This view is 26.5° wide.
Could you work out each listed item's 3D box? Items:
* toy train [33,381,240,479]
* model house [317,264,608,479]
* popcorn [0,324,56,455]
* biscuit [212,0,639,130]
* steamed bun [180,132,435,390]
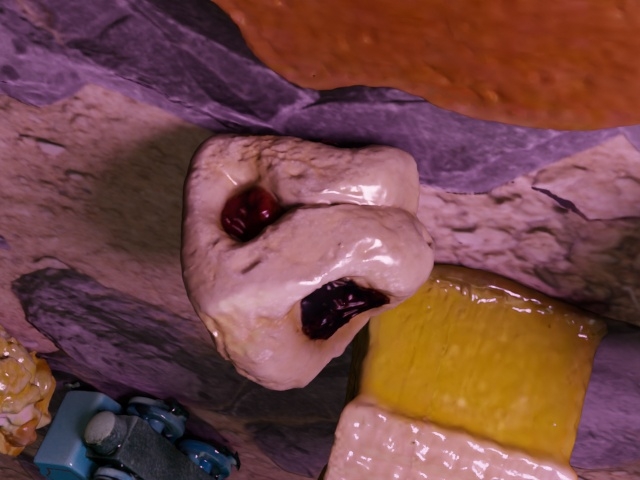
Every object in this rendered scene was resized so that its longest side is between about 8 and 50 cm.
[{"bbox_3d":[-0.195,0.239,1.428,0.163,0.112,0.203,-2,142,39],"label":"toy train"},{"bbox_3d":[0.098,0.158,1.034,0.193,0.234,0.175,16,149,-1],"label":"model house"},{"bbox_3d":[-0.339,0.141,1.348,0.135,0.162,0.141,43,139,41],"label":"popcorn"},{"bbox_3d":[0.053,-0.198,0.661,0.365,0.062,0.385,7,147,22],"label":"biscuit"},{"bbox_3d":[0.000,0.000,0.928,0.155,0.172,0.141,-18,149,18],"label":"steamed bun"}]
